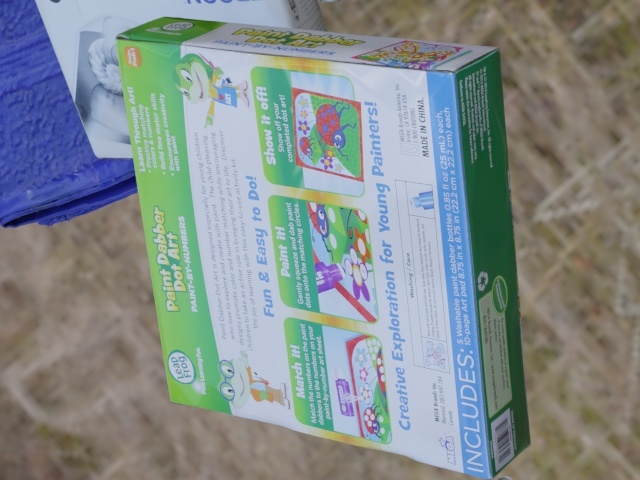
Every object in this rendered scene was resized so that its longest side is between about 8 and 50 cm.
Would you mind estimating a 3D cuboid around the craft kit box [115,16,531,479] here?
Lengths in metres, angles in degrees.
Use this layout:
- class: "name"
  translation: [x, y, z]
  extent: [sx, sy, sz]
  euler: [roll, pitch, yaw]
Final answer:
- class: "craft kit box"
  translation: [0.000, 0.000, 1.123]
  extent: [0.247, 0.061, 0.249]
  euler: [9, 116, 33]

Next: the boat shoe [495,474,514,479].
- class: "boat shoe"
  translation: [0.137, 0.210, 1.428]
  extent: [0.035, 0.035, 0.100]
  euler: [15, -156, 2]

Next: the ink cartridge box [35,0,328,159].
- class: "ink cartridge box"
  translation: [-0.082, -0.107, 1.339]
  extent: [0.223, 0.045, 0.224]
  euler: [3, 127, 35]

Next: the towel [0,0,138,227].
- class: "towel"
  translation: [-0.203, -0.181, 1.652]
  extent: [0.076, 0.228, 0.308]
  euler: [14, -118, -59]
